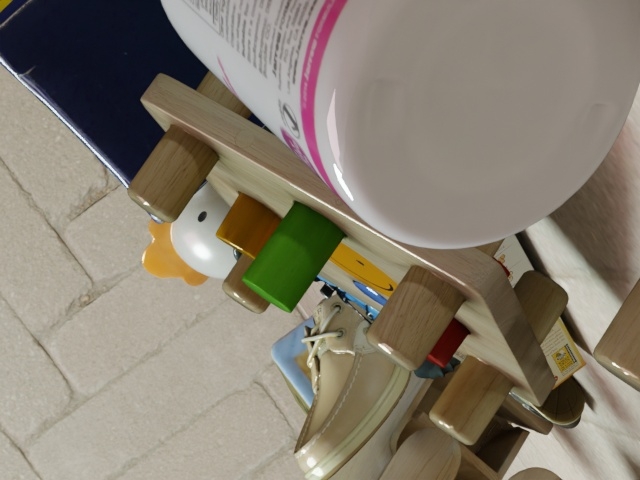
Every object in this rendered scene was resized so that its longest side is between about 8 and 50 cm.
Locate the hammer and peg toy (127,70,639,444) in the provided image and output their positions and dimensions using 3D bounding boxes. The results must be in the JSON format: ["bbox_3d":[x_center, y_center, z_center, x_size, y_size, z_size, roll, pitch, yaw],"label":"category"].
[{"bbox_3d":[0.068,0.034,0.988,0.361,0.127,0.266,30,170,23],"label":"hammer and peg toy"}]

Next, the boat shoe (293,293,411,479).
[{"bbox_3d":[0.027,0.097,1.453,0.098,0.302,0.109,38,133,-10],"label":"boat shoe"}]

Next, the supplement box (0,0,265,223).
[{"bbox_3d":[-0.165,-0.190,1.265,0.194,0.195,0.356,47,178,-27],"label":"supplement box"}]

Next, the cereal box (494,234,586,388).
[{"bbox_3d":[0.108,-0.009,1.237,0.240,0.047,0.173,58,174,-33],"label":"cereal box"}]

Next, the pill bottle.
[{"bbox_3d":[0.014,-0.127,0.768,0.283,0.160,0.160,47,171,50],"label":"pill bottle"}]

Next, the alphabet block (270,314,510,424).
[{"bbox_3d":[0.082,0.161,1.726,0.193,0.192,0.197,53,175,20],"label":"alphabet block"}]

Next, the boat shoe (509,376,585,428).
[{"bbox_3d":[0.171,0.110,1.384,0.152,0.056,0.049,50,168,29],"label":"boat shoe"}]

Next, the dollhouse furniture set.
[{"bbox_3d":[0.189,0.260,1.394,0.362,0.256,0.394,41,165,-33],"label":"dollhouse furniture set"}]

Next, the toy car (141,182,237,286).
[{"bbox_3d":[-0.073,-0.052,1.472,0.219,0.238,0.210,47,171,46],"label":"toy car"}]

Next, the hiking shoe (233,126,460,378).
[{"bbox_3d":[0.000,0.000,1.280,0.304,0.132,0.113,56,178,20],"label":"hiking shoe"}]
